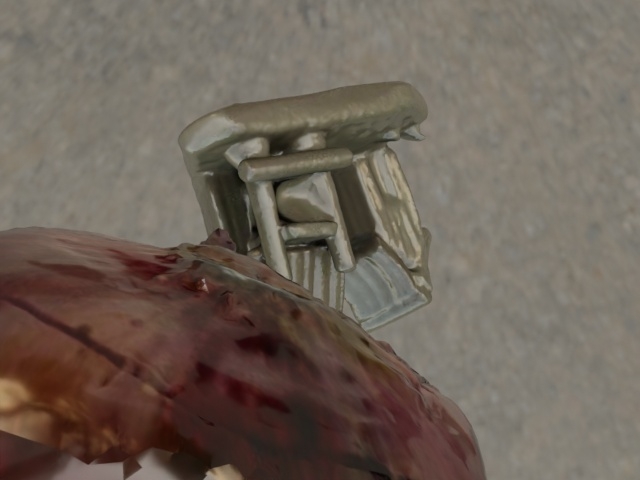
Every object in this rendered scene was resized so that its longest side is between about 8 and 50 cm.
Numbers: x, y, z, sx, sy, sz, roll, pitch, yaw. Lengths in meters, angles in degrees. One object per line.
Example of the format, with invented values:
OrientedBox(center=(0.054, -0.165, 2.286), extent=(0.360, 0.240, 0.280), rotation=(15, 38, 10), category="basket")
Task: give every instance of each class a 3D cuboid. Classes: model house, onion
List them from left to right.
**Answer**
OrientedBox(center=(-0.063, 0.108, 0.614), extent=(0.252, 0.252, 0.219), rotation=(16, 96, -4), category="onion")
OrientedBox(center=(-0.006, -0.004, 1.260), extent=(0.122, 0.229, 0.188), rotation=(-12, 89, 46), category="model house")
